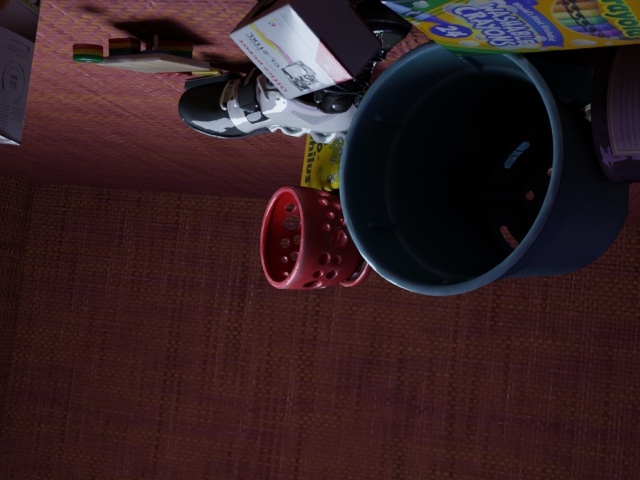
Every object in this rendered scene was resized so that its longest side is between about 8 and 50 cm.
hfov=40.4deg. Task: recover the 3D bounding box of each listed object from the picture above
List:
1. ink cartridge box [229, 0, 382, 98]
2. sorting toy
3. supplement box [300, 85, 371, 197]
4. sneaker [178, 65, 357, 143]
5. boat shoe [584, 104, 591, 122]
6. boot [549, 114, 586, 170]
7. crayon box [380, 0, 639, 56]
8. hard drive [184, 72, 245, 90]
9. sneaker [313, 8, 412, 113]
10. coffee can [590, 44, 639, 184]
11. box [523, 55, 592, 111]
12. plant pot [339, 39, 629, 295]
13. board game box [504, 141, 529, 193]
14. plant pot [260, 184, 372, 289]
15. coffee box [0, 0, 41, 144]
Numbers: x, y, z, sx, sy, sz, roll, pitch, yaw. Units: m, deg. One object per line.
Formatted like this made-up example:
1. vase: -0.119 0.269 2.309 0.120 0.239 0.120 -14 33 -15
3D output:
1. ink cartridge box: -0.023 -0.265 1.145 0.127 0.072 0.175 45 158 -22
2. sorting toy: -0.264 -0.302 1.410 0.132 0.046 0.274 3 -175 27
3. supplement box: 0.166 -0.162 1.714 0.356 0.194 0.195 10 174 -31
4. sneaker: -0.090 -0.255 1.493 0.330 0.122 0.146 2 152 6
5. boat shoe: 0.529 -0.208 1.423 0.080 0.073 0.223 9 175 -33
6. boot: 0.384 -0.137 1.621 0.203 0.262 0.095 6 -147 -35
7. crayon box: 0.254 -0.276 0.941 0.323 0.083 0.203 2 174 34
8. hard drive: -0.182 -0.290 1.656 0.135 0.022 0.094 1 173 43
9. sneaker: 0.056 -0.249 1.234 0.087 0.130 0.227 7 173 -29
10. coffee can: 0.512 -0.174 1.100 0.275 0.201 0.201 2 174 40
11. box: 0.286 -0.243 1.348 0.244 0.060 0.100 7 168 -11
12. plant pot: 0.262 -0.086 1.251 0.341 0.341 0.334 2 177 41
13. board game box: 0.347 -0.175 1.488 0.126 0.186 0.026 9 -152 -29
14. plant pot: 0.000 0.000 1.614 0.174 0.191 0.191 6 176 -30
15. coffee box: -0.445 -0.254 1.093 0.141 0.246 0.098 5 175 9
